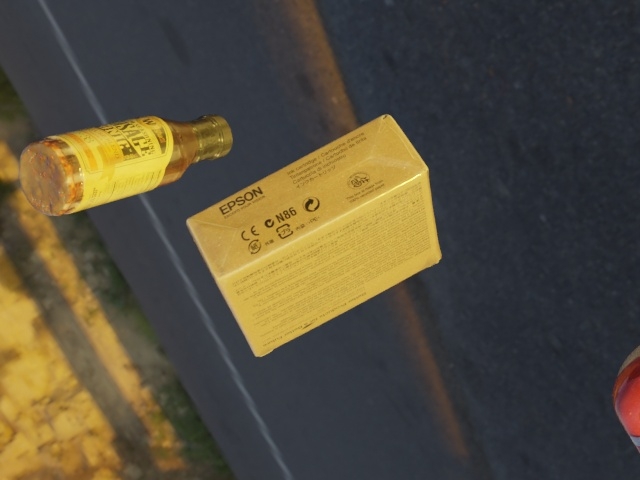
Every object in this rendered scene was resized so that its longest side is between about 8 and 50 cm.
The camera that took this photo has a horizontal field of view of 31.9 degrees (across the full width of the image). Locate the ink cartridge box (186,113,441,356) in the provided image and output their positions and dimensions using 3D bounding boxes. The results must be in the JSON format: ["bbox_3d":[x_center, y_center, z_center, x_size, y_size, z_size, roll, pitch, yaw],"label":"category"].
[{"bbox_3d":[0.000,0.000,1.162,0.088,0.235,0.193,58,173,29],"label":"ink cartridge box"}]

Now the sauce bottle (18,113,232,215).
[{"bbox_3d":[-0.100,-0.046,0.601,0.042,0.128,0.042,13,113,34],"label":"sauce bottle"}]

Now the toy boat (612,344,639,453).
[{"bbox_3d":[0.363,0.193,1.019,0.231,0.151,0.151,55,-154,-16],"label":"toy boat"}]
